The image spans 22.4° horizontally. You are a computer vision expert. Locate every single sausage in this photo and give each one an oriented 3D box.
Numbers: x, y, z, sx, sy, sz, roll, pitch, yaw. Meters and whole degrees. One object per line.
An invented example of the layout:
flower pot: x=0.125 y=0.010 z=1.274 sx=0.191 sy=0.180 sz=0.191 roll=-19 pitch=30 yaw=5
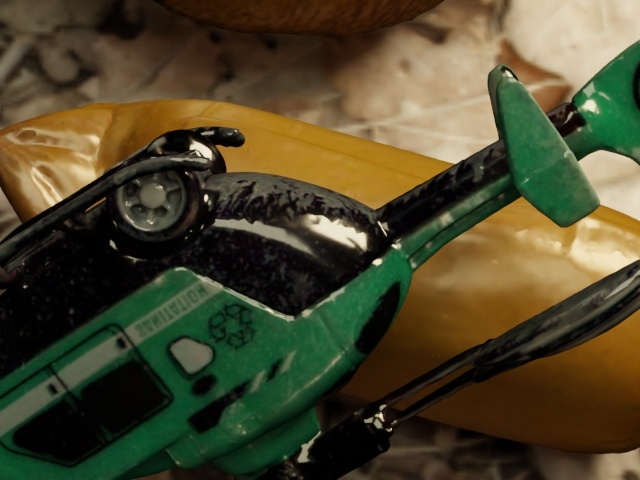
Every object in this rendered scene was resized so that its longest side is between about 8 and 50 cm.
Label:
sausage: x=-0.003 y=0.006 z=0.704 sx=0.328 sy=0.112 sz=0.112 roll=16 pitch=65 yaw=2

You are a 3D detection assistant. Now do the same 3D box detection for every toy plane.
toy plane: x=-0.011 y=0.022 z=0.612 sx=0.382 sy=0.106 sz=0.155 roll=-31 pitch=97 yaw=7

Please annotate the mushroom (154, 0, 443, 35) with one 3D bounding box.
mushroom: x=-0.014 y=-0.263 z=0.733 sx=0.345 sy=0.239 sz=0.345 roll=2 pitch=78 yaw=-12
